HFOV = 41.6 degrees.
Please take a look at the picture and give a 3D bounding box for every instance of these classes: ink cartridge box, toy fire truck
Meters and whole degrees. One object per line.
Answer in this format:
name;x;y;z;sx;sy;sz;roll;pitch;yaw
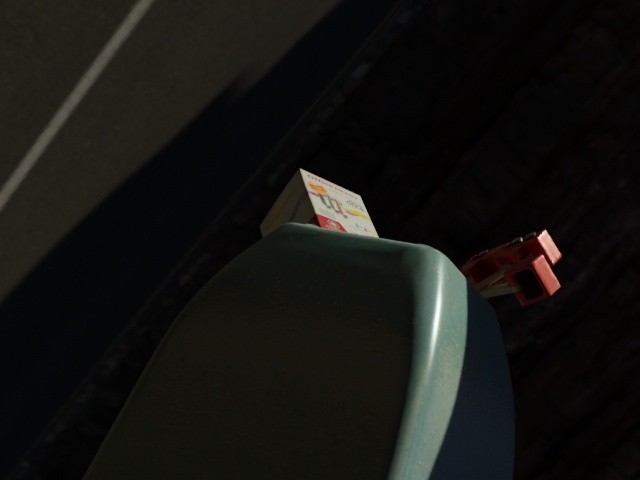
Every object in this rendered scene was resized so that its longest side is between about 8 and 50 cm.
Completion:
ink cartridge box;0.000;0.000;1.302;0.127;0.128;0.176;-54;-150;23
toy fire truck;0.236;0.044;1.075;0.135;0.047;0.192;-36;-173;-39

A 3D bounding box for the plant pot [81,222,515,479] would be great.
plant pot;0.020;0.131;0.660;0.248;0.247;0.252;40;67;-53
